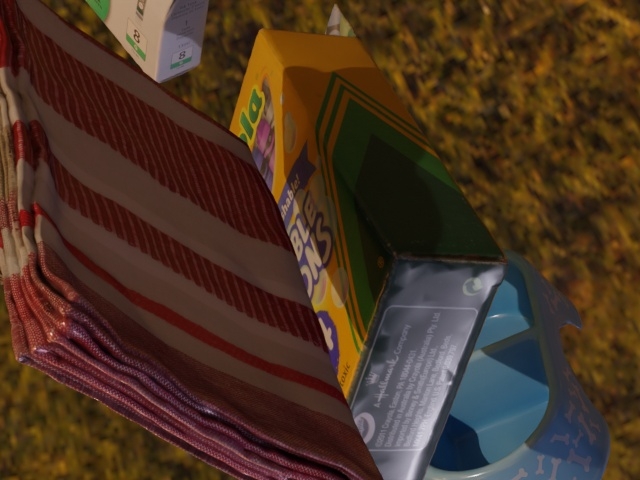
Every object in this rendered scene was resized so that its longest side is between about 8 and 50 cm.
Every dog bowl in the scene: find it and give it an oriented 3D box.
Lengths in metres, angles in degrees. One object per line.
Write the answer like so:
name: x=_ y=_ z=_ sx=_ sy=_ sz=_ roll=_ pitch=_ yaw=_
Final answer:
dog bowl: x=0.139 y=0.118 z=1.494 sx=0.166 sy=0.297 sz=0.074 roll=-24 pitch=127 yaw=14

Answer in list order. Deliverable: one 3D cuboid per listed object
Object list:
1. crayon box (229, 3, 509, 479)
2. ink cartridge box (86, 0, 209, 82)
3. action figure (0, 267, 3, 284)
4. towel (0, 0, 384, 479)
crayon box: x=0.000 y=0.000 z=1.207 sx=0.083 sy=0.323 sz=0.203 roll=3 pitch=124 yaw=-23
ink cartridge box: x=-0.157 y=-0.264 z=1.468 sx=0.056 sy=0.181 sz=0.224 roll=-29 pitch=155 yaw=-24
action figure: x=-0.304 y=-0.004 z=1.856 sx=0.141 sy=0.276 sz=0.164 roll=-36 pitch=159 yaw=-26
towel: x=-0.080 y=-0.006 z=0.947 sx=0.037 sy=0.329 sz=0.237 roll=-42 pitch=128 yaw=17
